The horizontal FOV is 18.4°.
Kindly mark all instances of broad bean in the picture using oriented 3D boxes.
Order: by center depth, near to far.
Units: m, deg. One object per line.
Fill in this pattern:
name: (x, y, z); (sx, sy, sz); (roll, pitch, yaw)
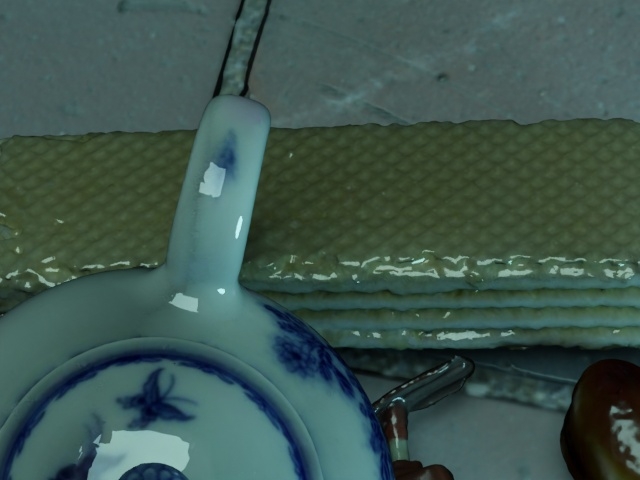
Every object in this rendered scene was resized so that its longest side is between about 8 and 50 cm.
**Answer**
broad bean: (0.213, 0.128, 1.091); (0.165, 0.084, 0.114); (16, 67, 7)

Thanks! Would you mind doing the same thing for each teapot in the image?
teapot: (-0.084, 0.133, 0.976); (0.252, 0.280, 0.424); (13, 80, -3)

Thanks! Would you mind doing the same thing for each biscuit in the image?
biscuit: (0.000, 0.000, 1.156); (0.426, 0.078, 0.144); (-1, 44, 8)

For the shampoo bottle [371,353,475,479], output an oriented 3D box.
shampoo bottle: (0.066, 0.205, 1.077); (0.153, 0.071, 0.284); (-17, 65, 13)
